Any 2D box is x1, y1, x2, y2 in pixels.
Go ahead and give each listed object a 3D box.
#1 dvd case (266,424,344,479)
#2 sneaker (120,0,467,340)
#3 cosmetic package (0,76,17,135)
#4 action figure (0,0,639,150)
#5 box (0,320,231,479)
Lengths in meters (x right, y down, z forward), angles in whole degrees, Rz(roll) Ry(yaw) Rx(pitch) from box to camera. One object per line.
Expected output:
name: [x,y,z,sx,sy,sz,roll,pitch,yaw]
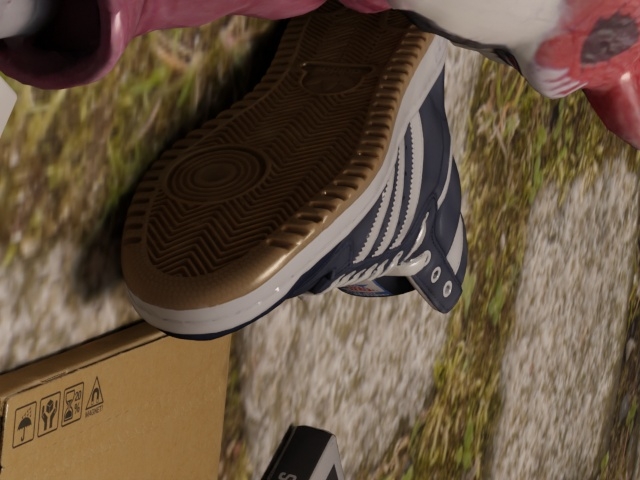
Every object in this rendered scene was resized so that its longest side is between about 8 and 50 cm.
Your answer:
dvd case: [-0.020,0.245,1.103,0.239,0.029,0.179,80,29,-43]
sneaker: [0.000,0.000,0.941,0.282,0.099,0.153,-56,147,-50]
cosmetic package: [-0.171,-0.056,0.540,0.239,0.060,0.099,56,47,-60]
action figure: [-0.046,-0.144,0.451,0.248,0.370,0.276,-45,174,4]
box: [-0.097,0.123,0.863,0.201,0.021,0.164,-20,118,-66]
